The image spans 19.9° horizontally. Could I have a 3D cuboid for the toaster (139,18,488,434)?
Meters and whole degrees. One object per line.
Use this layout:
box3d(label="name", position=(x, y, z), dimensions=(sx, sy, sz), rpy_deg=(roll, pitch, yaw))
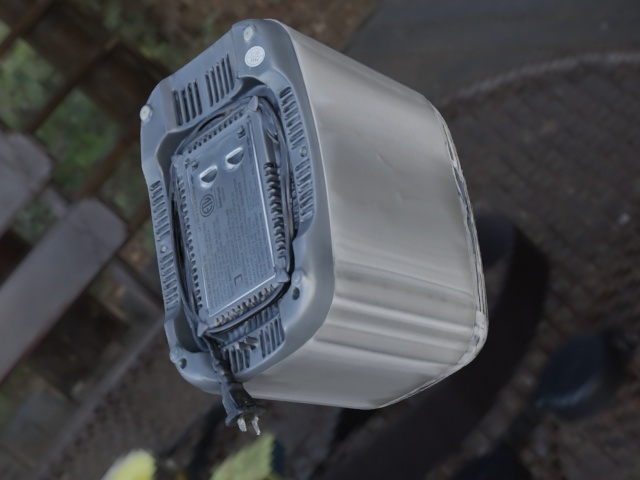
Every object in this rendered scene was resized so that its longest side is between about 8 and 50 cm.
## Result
box3d(label="toaster", position=(0.000, 0.000, 0.976), dimensions=(0.129, 0.146, 0.227), rpy_deg=(-34, 56, 38))
